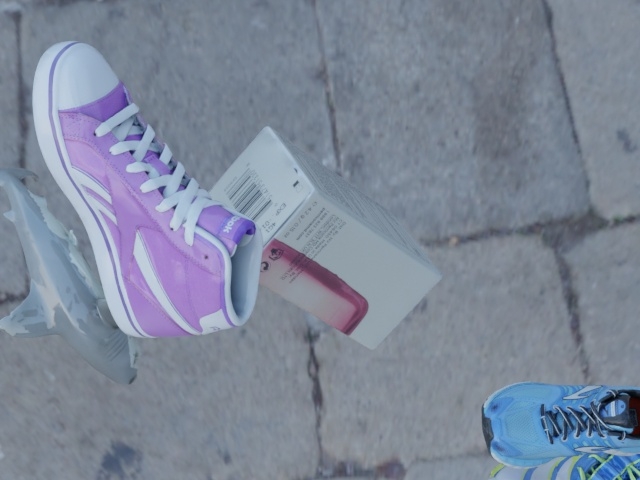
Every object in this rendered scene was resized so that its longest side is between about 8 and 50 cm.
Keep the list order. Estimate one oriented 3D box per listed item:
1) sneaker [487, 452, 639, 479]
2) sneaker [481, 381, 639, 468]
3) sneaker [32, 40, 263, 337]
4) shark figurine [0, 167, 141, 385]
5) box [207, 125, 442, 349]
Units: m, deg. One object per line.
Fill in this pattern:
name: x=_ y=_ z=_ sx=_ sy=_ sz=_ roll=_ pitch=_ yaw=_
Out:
sneaker: x=0.229 y=0.179 z=1.109 sx=0.091 sy=0.240 sz=0.126 roll=48 pitch=113 yaw=29
sneaker: x=0.191 y=0.125 z=0.994 sx=0.162 sy=0.073 sz=0.063 roll=-3 pitch=74 yaw=-22
sneaker: x=-0.133 y=-0.048 z=1.186 sx=0.161 sy=0.282 sz=0.102 roll=-4 pitch=27 yaw=35
shark figurine: x=-0.282 y=0.035 z=1.360 sx=0.116 sy=0.166 sz=0.278 roll=-32 pitch=87 yaw=-11
box: x=0.000 y=0.000 z=1.567 sx=0.127 sy=0.232 sz=0.148 roll=-48 pitch=40 yaw=10
